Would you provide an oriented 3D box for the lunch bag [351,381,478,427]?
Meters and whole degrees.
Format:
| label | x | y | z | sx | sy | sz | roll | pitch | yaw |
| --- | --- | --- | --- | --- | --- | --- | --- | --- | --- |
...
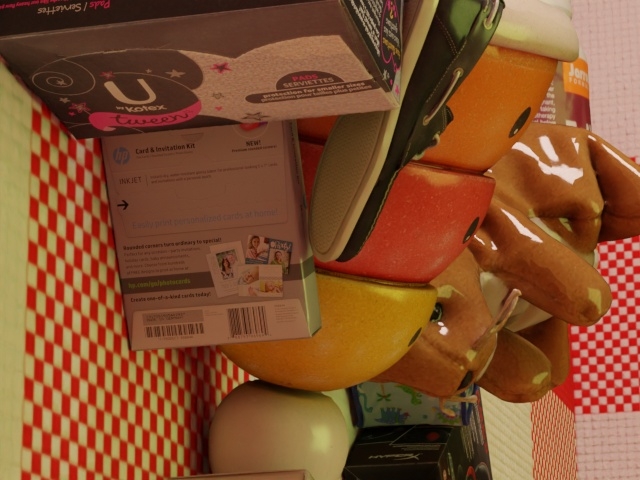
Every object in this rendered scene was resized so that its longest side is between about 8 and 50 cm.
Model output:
| label | x | y | z | sx | sy | sz | roll | pitch | yaw |
| --- | --- | --- | --- | --- | --- | --- | --- | --- | --- |
| lunch bag | 0.106 | 0.137 | 2.141 | 0.151 | 0.129 | 0.096 | -72 | 157 | -59 |

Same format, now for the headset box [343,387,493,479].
| label | x | y | z | sx | sy | sz | roll | pitch | yaw |
| --- | --- | --- | --- | --- | --- | --- | --- | --- | --- |
| headset box | 0.122 | 0.288 | 2.188 | 0.293 | 0.110 | 0.218 | -52 | 136 | -68 |

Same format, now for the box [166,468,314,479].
| label | x | y | z | sx | sy | sz | roll | pitch | yaw |
| --- | --- | --- | --- | --- | --- | --- | --- | --- | --- |
| box | -0.029 | 0.316 | 1.602 | 0.311 | 0.121 | 0.148 | 64 | 26 | -53 |

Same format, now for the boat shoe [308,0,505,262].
| label | x | y | z | sx | sy | sz | roll | pitch | yaw |
| --- | --- | --- | --- | --- | --- | --- | --- | --- | --- |
| boat shoe | 0.059 | -0.083 | 1.410 | 0.233 | 0.079 | 0.084 | -66 | -150 | 15 |

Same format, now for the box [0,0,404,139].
| label | x | y | z | sx | sy | sz | roll | pitch | yaw |
| --- | --- | --- | --- | --- | --- | --- | --- | --- | --- |
| box | -0.079 | -0.168 | 1.329 | 0.163 | 0.247 | 0.142 | 55 | 36 | -61 |

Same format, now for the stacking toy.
| label | x | y | z | sx | sy | sz | roll | pitch | yaw |
| --- | --- | --- | --- | --- | --- | --- | --- | --- | --- |
| stacking toy | 0.000 | 0.000 | 1.618 | 0.350 | 0.351 | 0.480 | -13 | 116 | -75 |

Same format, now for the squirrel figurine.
| label | x | y | z | sx | sy | sz | roll | pitch | yaw |
| --- | --- | --- | --- | --- | --- | --- | --- | --- | --- |
| squirrel figurine | 0.093 | -0.001 | 1.940 | 0.397 | 0.281 | 0.370 | 47 | 40 | 14 |

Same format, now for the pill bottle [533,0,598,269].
| label | x | y | z | sx | sy | sz | roll | pitch | yaw |
| --- | --- | --- | --- | --- | --- | --- | --- | --- | --- |
| pill bottle | 0.241 | -0.144 | 2.537 | 0.224 | 0.224 | 0.392 | 26 | 61 | -72 |

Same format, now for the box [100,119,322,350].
| label | x | y | z | sx | sy | sz | roll | pitch | yaw |
| --- | --- | --- | --- | --- | --- | --- | --- | --- | --- |
| box | -0.083 | -0.015 | 1.464 | 0.038 | 0.145 | 0.186 | -42 | 125 | -73 |
